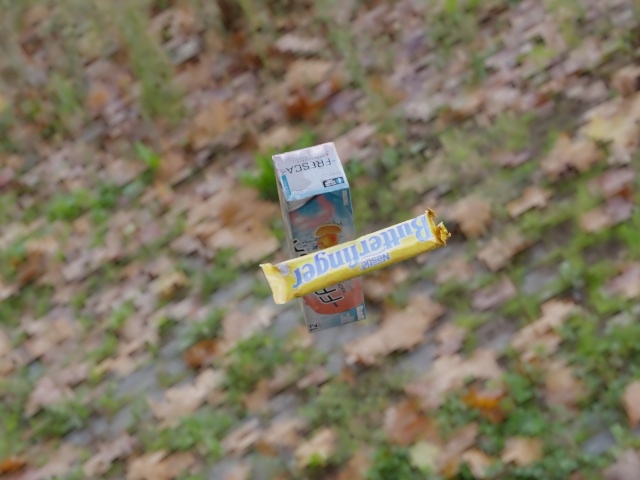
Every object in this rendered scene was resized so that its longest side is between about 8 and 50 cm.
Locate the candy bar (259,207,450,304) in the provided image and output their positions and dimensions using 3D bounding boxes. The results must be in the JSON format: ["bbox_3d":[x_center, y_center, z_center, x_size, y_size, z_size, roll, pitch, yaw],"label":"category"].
[{"bbox_3d":[0.030,0.012,1.470,0.161,0.018,0.040,-19,59,-14],"label":"candy bar"}]

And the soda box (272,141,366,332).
[{"bbox_3d":[0.000,0.000,1.599,0.058,0.183,0.063,-14,47,-4],"label":"soda box"}]
